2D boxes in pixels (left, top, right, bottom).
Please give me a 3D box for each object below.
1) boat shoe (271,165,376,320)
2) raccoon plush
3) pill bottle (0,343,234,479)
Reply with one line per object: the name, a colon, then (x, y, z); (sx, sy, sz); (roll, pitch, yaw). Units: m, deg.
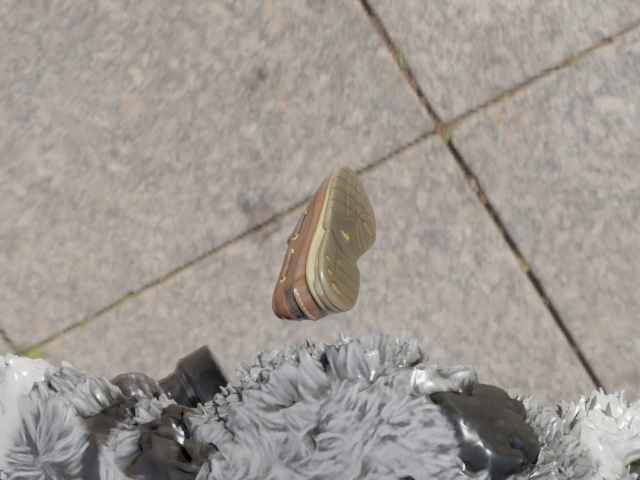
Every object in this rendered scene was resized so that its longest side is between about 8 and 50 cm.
boat shoe: (0.000, 0.001, 1.046); (0.060, 0.178, 0.064); (-23, 116, 24)
raccoon plush: (0.045, 0.130, 0.828); (0.446, 0.299, 0.216); (29, 105, 33)
pill bottle: (-0.147, 0.169, 0.926); (0.219, 0.123, 0.122); (-32, 110, -6)
